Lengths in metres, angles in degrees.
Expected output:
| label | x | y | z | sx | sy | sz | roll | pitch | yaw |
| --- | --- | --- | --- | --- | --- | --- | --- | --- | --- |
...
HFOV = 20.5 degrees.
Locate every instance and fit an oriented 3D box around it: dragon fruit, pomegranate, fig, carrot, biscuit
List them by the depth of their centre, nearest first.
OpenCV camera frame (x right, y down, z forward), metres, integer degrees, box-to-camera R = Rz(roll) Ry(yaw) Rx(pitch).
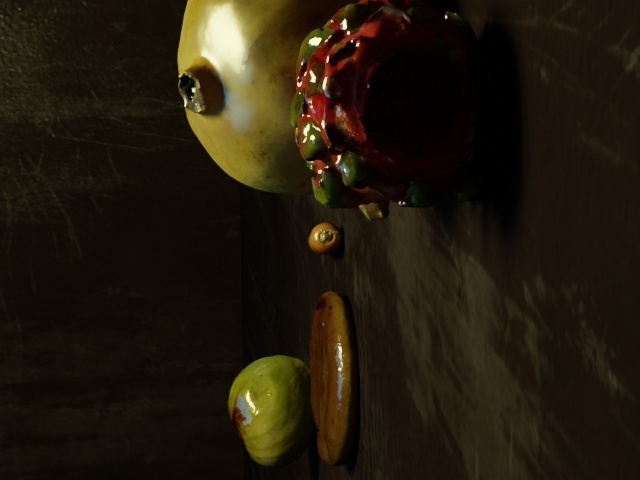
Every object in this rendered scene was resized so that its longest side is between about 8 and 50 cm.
| label | x | y | z | sx | sy | sz | roll | pitch | yaw |
| --- | --- | --- | --- | --- | --- | --- | --- | --- | --- |
| dragon fruit | 0.052 | -0.089 | 1.251 | 0.166 | 0.160 | 0.172 | 56 | 179 | -6 |
| pomegranate | -0.006 | -0.147 | 1.436 | 0.233 | 0.233 | 0.233 | 178 | 90 | -83 |
| biscuit | 0.014 | 0.162 | 2.061 | 0.212 | 0.036 | 0.212 | 178 | 90 | -82 |
| carrot | 0.000 | 0.000 | 2.144 | 0.190 | 0.037 | 0.037 | 157 | 111 | -84 |
| fig | -0.067 | 0.234 | 2.408 | 0.136 | 0.120 | 0.153 | -128 | 37 | -71 |
